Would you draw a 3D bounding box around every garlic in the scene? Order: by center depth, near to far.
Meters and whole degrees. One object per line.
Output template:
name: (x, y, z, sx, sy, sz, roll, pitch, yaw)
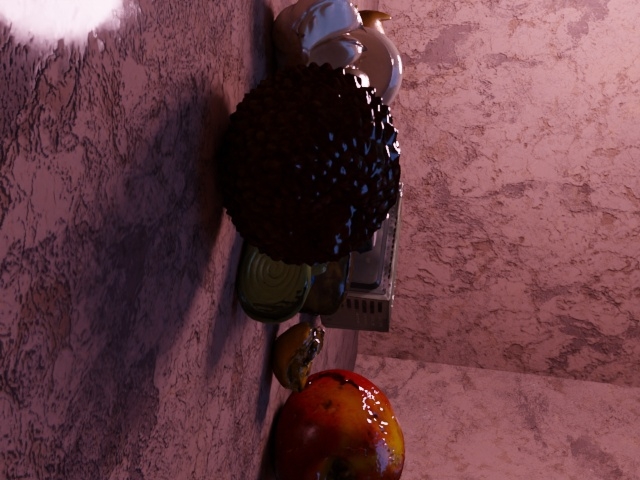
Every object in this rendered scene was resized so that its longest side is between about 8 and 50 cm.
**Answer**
garlic: (0.001, -0.350, 1.599, 0.203, 0.185, 0.280, -27, 113, -29)

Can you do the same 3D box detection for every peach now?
peach: (0.055, 0.512, 2.069, 0.416, 0.339, 0.352, -64, 159, -82)

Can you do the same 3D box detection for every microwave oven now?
microwave oven: (0.114, 0.048, 2.495, 0.333, 0.247, 0.394, 79, 18, -63)

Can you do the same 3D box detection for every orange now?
orange: (-0.059, 0.267, 1.892, 0.170, 0.112, 0.160, -44, 157, -42)

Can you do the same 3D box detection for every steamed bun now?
steamed bun: (0.103, -0.428, 2.079, 0.145, 0.232, 0.231, -11, 107, -72)

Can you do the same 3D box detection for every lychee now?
lychee: (-0.020, -0.115, 1.266, 0.306, 0.306, 0.330, 85, -15, -55)

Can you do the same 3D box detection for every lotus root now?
lotus root: (0.000, 0.044, 1.949, 0.152, 0.160, 0.274, 169, -74, -87)

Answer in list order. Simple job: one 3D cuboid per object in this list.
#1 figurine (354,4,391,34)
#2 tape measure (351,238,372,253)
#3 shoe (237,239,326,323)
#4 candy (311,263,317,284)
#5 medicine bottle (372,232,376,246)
figurine: (0.115, -0.530, 2.231, 0.215, 0.215, 0.228, -65, 159, -68)
tape measure: (0.002, -0.095, 1.696, 0.259, 0.138, 0.261, -164, -112, -76)
shoe: (-0.069, 0.030, 1.507, 0.128, 0.140, 0.262, 47, 42, -67)
candy: (-0.025, 0.074, 1.825, 0.088, 0.038, 0.136, 38, 74, -79)
medicine bottle: (0.060, -0.034, 2.247, 0.132, 0.189, 0.088, 32, 64, -82)
